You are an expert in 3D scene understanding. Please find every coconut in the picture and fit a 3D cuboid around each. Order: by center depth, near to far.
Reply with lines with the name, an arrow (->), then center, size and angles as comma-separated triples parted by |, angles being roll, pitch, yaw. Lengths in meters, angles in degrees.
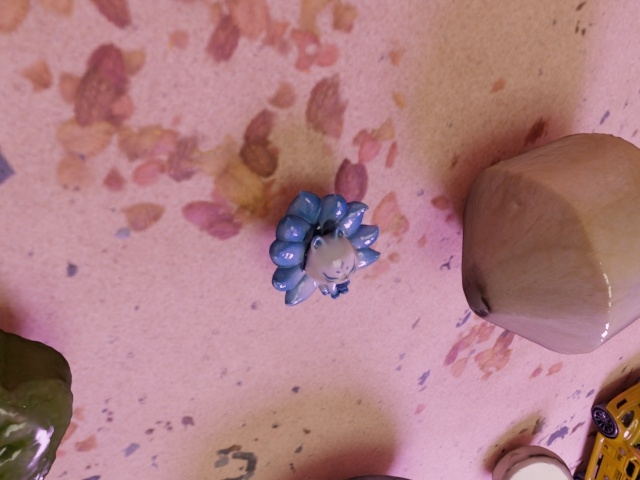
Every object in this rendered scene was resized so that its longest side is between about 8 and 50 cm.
coconut -> 0.237, 0.007, 0.594 | 0.222, 0.202, 0.202 | -25, 130, -19

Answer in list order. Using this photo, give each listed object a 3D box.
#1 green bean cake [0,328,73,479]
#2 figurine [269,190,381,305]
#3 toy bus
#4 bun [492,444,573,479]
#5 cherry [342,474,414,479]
green bean cake -> -0.309, 0.139, 0.398 | 0.248, 0.125, 0.222 | 21, 107, -39
figurine -> 0.000, 0.000, 0.522 | 0.114, 0.079, 0.114 | -13, 129, -16
toy bus -> 0.592, 0.409, 1.105 | 0.145, 0.151, 0.331 | -19, 129, -16
bun -> 0.348, 0.406, 0.998 | 0.138, 0.094, 0.138 | 0, 92, -3
cherry -> 0.067, 0.424, 0.754 | 0.255, 0.218, 0.296 | -46, 127, 13
